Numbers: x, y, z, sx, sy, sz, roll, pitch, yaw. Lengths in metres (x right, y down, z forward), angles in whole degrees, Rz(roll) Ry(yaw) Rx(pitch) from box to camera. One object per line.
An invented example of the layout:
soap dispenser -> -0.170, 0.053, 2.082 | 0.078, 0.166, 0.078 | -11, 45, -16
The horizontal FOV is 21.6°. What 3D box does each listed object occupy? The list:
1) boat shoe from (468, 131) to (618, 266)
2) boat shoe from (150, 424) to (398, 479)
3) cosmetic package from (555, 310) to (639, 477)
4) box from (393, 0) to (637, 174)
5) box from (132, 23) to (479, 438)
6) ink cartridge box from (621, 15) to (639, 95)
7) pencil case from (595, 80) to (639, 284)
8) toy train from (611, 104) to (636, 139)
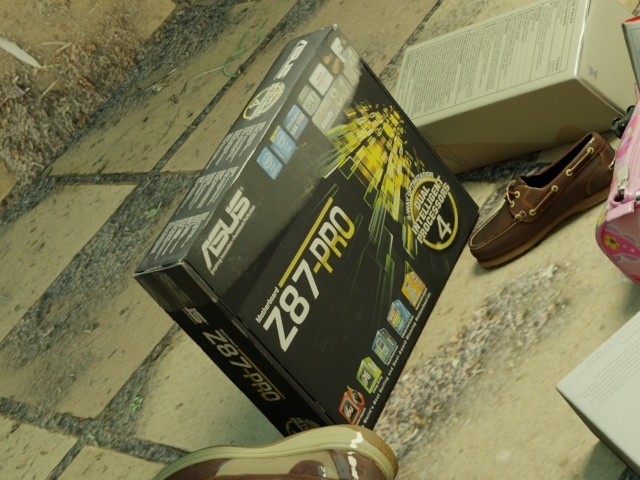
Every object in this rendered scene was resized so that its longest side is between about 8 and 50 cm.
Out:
boat shoe -> 0.249, -0.050, 1.921 | 0.207, 0.073, 0.073 | -36, 26, 15
boat shoe -> -0.077, 0.295, 1.775 | 0.342, 0.123, 0.123 | -18, 32, 31
cosmetic package -> 0.312, 0.159, 1.467 | 0.117, 0.085, 0.231 | -41, 26, 1
box -> 0.241, -0.194, 2.074 | 0.311, 0.121, 0.148 | -13, 54, 46
box -> 0.000, 0.000, 1.907 | 0.097, 0.318, 0.395 | -15, 34, 45
ink cartridge box -> 0.494, -0.198, 1.575 | 0.271, 0.130, 0.309 | -21, 10, -35
pencil case -> 0.365, -0.082, 1.747 | 0.124, 0.124, 0.284 | -21, 30, 38
toy train -> 0.404, -0.170, 1.937 | 0.158, 0.036, 0.027 | -42, 16, 3
